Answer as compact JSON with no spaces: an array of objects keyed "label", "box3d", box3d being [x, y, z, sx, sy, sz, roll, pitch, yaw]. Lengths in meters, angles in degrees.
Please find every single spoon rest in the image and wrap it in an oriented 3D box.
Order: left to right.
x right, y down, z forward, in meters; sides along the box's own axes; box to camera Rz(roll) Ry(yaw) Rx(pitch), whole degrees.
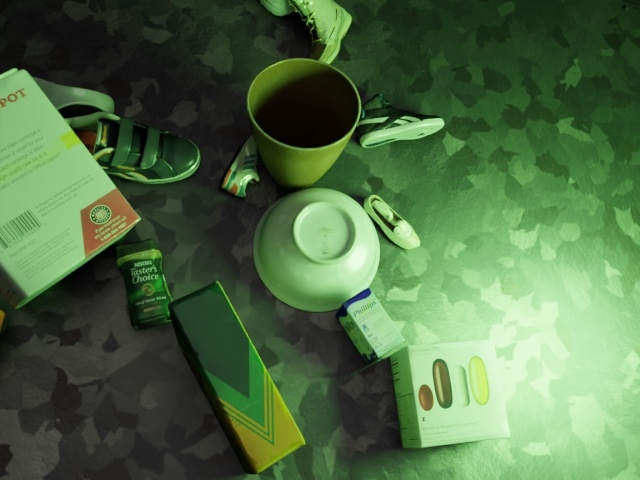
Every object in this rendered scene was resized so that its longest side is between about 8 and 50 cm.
[{"label":"spoon rest","box3d":[-0.614,-0.312,1.573,0.276,0.084,0.137,-1,72,-10]}]

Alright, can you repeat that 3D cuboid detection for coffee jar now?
[{"label":"coffee jar","box3d":[-0.374,0.090,1.481,0.096,0.079,0.184,-15,75,-13]}]

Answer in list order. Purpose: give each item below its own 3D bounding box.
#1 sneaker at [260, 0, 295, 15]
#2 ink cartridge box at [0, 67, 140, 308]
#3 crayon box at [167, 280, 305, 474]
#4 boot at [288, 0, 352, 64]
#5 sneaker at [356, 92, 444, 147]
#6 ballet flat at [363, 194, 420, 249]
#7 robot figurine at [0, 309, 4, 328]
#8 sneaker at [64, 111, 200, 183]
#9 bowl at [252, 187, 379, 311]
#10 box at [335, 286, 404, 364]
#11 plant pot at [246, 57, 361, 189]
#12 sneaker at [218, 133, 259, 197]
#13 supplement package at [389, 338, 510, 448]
[{"label":"sneaker","box3d":[-0.171,-0.696,1.742,0.297,0.129,0.111,33,72,4]},{"label":"ink cartridge box","box3d":[-0.601,-0.104,1.388,0.279,0.160,0.385,-40,98,-32]},{"label":"crayon box","box3d":[-0.165,0.273,1.302,0.106,0.363,0.313,-26,77,-16]},{"label":"boot","box3d":[-0.018,-0.529,1.698,0.165,0.077,0.213,41,59,-34]},{"label":"sneaker","box3d":[0.188,-0.310,1.696,0.216,0.079,0.121,-13,76,-11]},{"label":"ballet flat","box3d":[0.167,-0.042,1.621,0.168,0.052,0.057,41,71,5]},{"label":"robot figurine","box3d":[-0.704,0.193,1.364,0.158,0.128,0.220,13,79,-1]},{"label":"sneaker","box3d":[-0.430,-0.205,1.546,0.321,0.127,0.126,2,70,-9]},{"label":"bowl","box3d":[0.000,0.000,1.540,0.297,0.134,0.298,2,71,-7]},{"label":"box","box3d":[0.103,0.187,1.498,0.072,0.126,0.137,-30,78,-15]},{"label":"plant pot","box3d":[-0.046,-0.229,1.535,0.237,0.254,0.237,2,64,-5]},{"label":"sneaker","box3d":[-0.170,-0.172,1.618,0.075,0.057,0.161,32,68,-15]},{"label":"supplement package","box3d":[0.268,0.324,1.466,0.194,0.149,0.203,-4,74,-10]}]
